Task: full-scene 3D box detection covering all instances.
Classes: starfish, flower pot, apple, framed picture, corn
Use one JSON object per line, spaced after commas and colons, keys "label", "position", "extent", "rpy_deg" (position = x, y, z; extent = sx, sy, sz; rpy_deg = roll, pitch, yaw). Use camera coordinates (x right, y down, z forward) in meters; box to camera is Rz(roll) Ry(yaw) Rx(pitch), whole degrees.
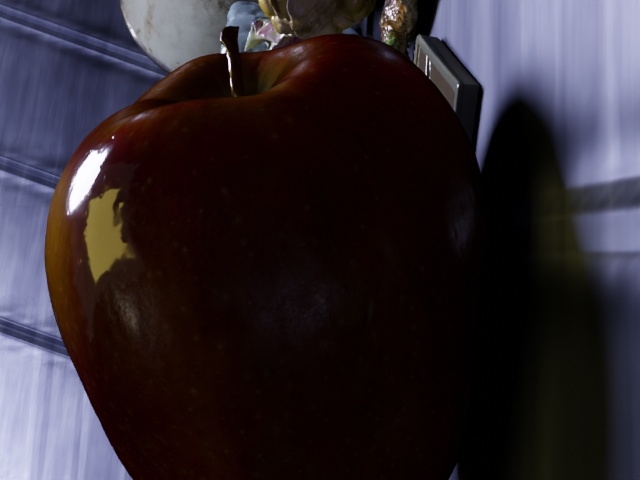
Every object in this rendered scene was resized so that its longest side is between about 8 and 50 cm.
{"label": "starfish", "position": [0.073, -0.185, 1.304], "extent": [0.150, 0.053, 0.210], "rpy_deg": [77, -171, -64]}
{"label": "flower pot", "position": [-0.110, -0.401, 2.046], "extent": [0.330, 0.293, 0.294], "rpy_deg": [114, 159, -64]}
{"label": "apple", "position": [-0.027, 0.026, 0.966], "extent": [0.288, 0.288, 0.317], "rpy_deg": [-108, 10, -76]}
{"label": "framed picture", "position": [0.078, -0.013, 1.161], "extent": [0.189, 0.023, 0.260], "rpy_deg": [-104, 19, -72]}
{"label": "corn", "position": [0.008, -0.292, 1.475], "extent": [0.347, 0.130, 0.130], "rpy_deg": [-77, -5, -57]}

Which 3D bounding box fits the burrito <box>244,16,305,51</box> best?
{"label": "burrito", "position": [-0.015, -0.124, 1.653], "extent": [0.144, 0.089, 0.229], "rpy_deg": [-122, 17, -65]}

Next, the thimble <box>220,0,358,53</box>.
{"label": "thimble", "position": [-0.046, -0.165, 1.836], "extent": [0.250, 0.171, 0.205], "rpy_deg": [105, 172, -52]}
